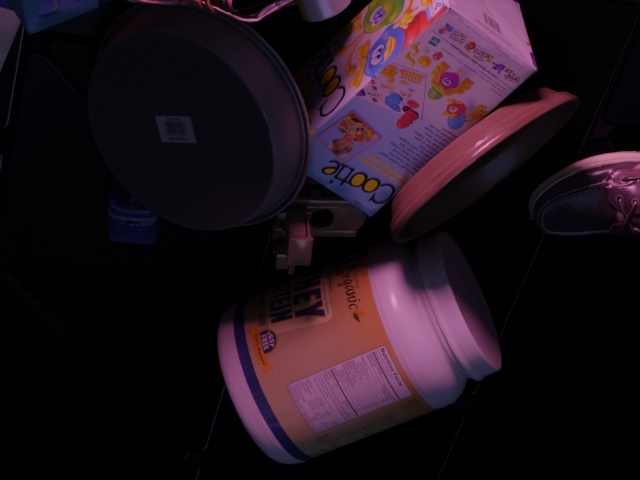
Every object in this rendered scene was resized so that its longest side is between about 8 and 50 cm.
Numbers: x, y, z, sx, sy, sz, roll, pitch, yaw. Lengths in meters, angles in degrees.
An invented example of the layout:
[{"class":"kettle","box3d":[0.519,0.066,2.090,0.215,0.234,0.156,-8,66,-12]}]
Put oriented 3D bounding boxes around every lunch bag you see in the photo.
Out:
[{"class":"lunch bag","box3d":[-0.227,-0.045,2.195,0.067,0.098,0.065,4,129,-2]}]

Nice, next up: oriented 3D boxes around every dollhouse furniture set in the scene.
[{"class":"dollhouse furniture set","box3d":[0.000,0.000,2.202,0.101,0.182,0.161,1,131,-6]}]

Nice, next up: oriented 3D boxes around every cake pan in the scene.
[{"class":"cake pan","box3d":[-0.150,-0.135,2.054,0.293,0.054,0.293,16,126,24]}]

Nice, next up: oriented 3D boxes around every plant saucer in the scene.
[{"class":"plant saucer","box3d":[0.188,-0.094,2.129,0.278,0.041,0.278,-35,170,-7]}]

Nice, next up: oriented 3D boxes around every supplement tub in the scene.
[{"class":"supplement tub","box3d":[0.051,0.134,2.295,0.316,0.228,0.228,-23,130,14]}]

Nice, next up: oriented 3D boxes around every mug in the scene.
[{"class":"mug","box3d":[-0.011,-0.288,2.029,0.078,0.062,0.064,-22,122,5]}]

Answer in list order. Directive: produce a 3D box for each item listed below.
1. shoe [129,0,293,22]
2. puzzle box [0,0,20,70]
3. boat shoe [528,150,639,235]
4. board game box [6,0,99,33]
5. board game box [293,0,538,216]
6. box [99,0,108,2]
[{"class":"shoe","box3d":[-0.111,-0.254,1.762,0.178,0.081,0.063,-11,132,-11]},{"class":"puzzle box","box3d":[-0.501,-0.343,1.935,0.409,0.052,0.272,17,127,-20]},{"class":"boat shoe","box3d":[0.408,-0.052,2.255,0.285,0.092,0.103,-9,132,3]},{"class":"board game box","box3d":[-0.322,-0.395,1.663,0.079,0.336,0.254,-25,145,-19]},{"class":"board game box","box3d":[0.095,-0.185,2.073,0.144,0.142,0.275,33,121,-29]},{"class":"box","box3d":[-0.147,-0.417,1.785,0.290,0.177,0.279,-13,133,-9]}]
